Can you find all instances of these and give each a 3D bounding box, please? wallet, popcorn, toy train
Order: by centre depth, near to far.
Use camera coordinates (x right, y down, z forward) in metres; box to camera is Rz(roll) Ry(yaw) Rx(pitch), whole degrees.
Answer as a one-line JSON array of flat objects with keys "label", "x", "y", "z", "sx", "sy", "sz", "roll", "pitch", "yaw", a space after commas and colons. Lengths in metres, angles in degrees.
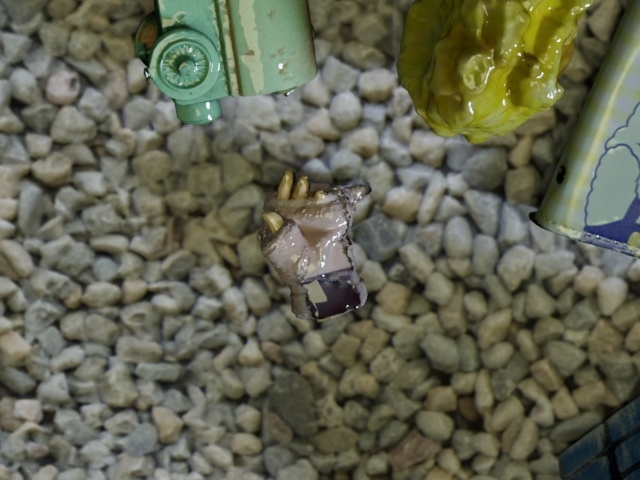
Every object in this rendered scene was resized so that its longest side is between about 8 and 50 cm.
[{"label": "popcorn", "x": 0.159, "y": -0.176, "z": 1.603, "sx": 0.155, "sy": 0.197, "sz": 0.198, "roll": 28, "pitch": 109, "yaw": -11}, {"label": "toy train", "x": -0.091, "y": -0.250, "z": 1.620, "sx": 0.177, "sy": 0.116, "sz": 0.286, "roll": -11, "pitch": 110, "yaw": -8}, {"label": "wallet", "x": 0.354, "y": -0.120, "z": 1.674, "sx": 0.223, "sy": 0.077, "sz": 0.310, "roll": 18, "pitch": 112, "yaw": -6}]

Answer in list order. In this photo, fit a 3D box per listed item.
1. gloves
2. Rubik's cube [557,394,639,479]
[{"label": "gloves", "x": -0.007, "y": 0.006, "z": 1.720, "sx": 0.110, "sy": 0.094, "sz": 0.144, "roll": 2, "pitch": 92, "yaw": -9}, {"label": "Rubik's cube", "x": 0.410, "y": 0.281, "z": 1.733, "sx": 0.256, "sy": 0.259, "sz": 0.253, "roll": -40, "pitch": 108, "yaw": 16}]
